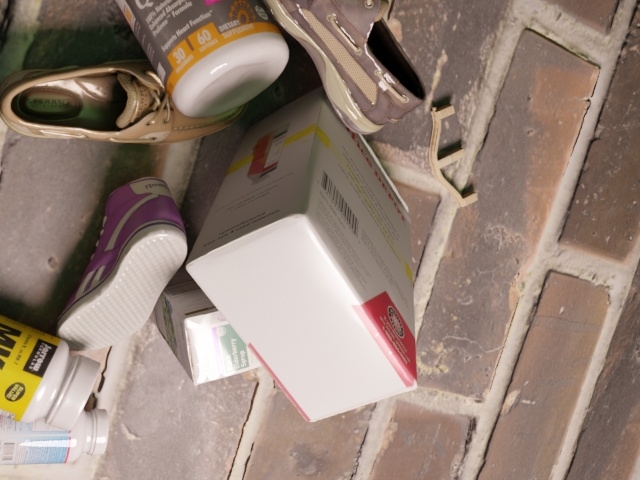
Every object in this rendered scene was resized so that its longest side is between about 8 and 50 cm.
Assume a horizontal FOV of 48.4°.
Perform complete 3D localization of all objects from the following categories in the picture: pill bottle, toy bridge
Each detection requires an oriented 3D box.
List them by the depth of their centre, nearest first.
[{"bbox_3d":[-0.171,-0.308,0.896,0.162,0.162,0.278,-29,84,-17],"label":"pill bottle"},{"bbox_3d":[-0.410,0.169,0.941,0.209,0.119,0.119,26,90,-17],"label":"pill bottle"},{"bbox_3d":[-0.389,0.273,1.011,0.160,0.087,0.087,7,98,-27],"label":"pill bottle"},{"bbox_3d":[0.223,-0.144,1.245,0.063,0.026,0.188,-27,111,-17],"label":"toy bridge"}]

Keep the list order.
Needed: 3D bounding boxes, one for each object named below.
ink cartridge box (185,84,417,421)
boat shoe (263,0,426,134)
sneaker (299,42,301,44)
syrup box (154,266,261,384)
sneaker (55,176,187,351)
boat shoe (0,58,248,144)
[{"bbox_3d":[0.000,0.000,0.967,0.161,0.384,0.279,-25,117,20],"label":"ink cartridge box"},{"bbox_3d":[0.033,-0.306,0.940,0.355,0.130,0.132,52,37,-34],"label":"boat shoe"},{"bbox_3d":[0.063,-0.391,1.078,0.121,0.099,0.262,29,89,-33],"label":"sneaker"},{"bbox_3d":[-0.167,0.107,0.996,0.096,0.237,0.093,-13,106,-22],"label":"syrup box"},{"bbox_3d":[-0.285,0.030,1.006,0.102,0.161,0.282,22,123,-42],"label":"sneaker"},{"bbox_3d":[-0.250,-0.183,0.963,0.341,0.110,0.121,-10,106,-23],"label":"boat shoe"}]
